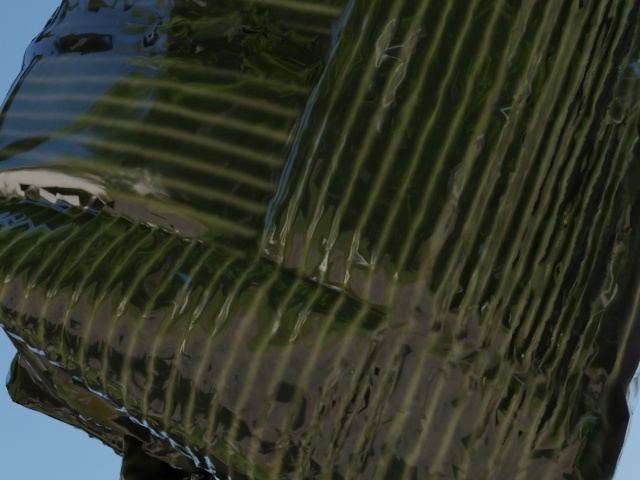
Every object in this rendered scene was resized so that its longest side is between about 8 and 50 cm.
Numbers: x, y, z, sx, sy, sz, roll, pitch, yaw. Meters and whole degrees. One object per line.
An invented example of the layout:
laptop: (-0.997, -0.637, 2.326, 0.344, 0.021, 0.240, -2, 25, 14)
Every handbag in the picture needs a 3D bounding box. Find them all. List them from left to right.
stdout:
handbag: (0.000, 0.000, 0.605, 0.240, 0.247, 0.341, 19, -18, 9)
